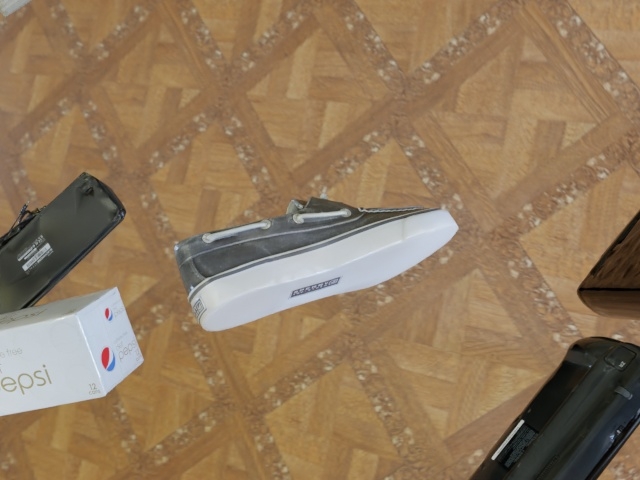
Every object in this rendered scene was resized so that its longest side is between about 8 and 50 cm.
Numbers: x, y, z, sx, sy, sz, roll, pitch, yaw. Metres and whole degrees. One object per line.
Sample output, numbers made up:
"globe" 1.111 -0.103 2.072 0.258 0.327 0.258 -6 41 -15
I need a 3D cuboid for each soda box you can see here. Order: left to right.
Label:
"soda box" -0.267 0.103 0.678 0.216 0.069 0.073 -13 101 17

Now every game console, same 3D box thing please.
"game console" 0.192 0.084 0.537 0.044 0.213 0.361 40 87 1

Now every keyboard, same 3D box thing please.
"keyboard" -0.274 0.013 0.785 0.192 0.038 0.100 -42 64 0

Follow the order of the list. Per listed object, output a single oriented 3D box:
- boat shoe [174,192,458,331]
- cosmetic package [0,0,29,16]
"boat shoe" 0.000 0.000 0.814 0.102 0.301 0.108 64 156 21
"cosmetic package" -0.316 -0.390 0.976 0.127 0.107 0.238 -6 42 47
